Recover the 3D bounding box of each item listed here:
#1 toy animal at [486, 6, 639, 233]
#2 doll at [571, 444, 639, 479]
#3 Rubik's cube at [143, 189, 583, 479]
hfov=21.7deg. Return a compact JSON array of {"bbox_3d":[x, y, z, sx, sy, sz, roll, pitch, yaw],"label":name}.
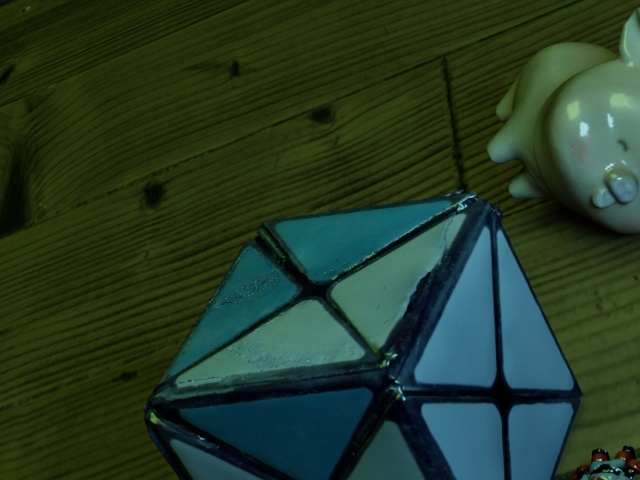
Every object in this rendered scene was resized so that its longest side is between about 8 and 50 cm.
[{"bbox_3d":[0.338,-0.136,2.009,0.269,0.237,0.326,-30,26,22],"label":"toy animal"},{"bbox_3d":[0.265,0.259,1.608,0.109,0.057,0.169,-7,38,29],"label":"doll"},{"bbox_3d":[0.048,0.163,1.686,0.305,0.310,0.307,-6,35,32],"label":"Rubik's cube"}]
